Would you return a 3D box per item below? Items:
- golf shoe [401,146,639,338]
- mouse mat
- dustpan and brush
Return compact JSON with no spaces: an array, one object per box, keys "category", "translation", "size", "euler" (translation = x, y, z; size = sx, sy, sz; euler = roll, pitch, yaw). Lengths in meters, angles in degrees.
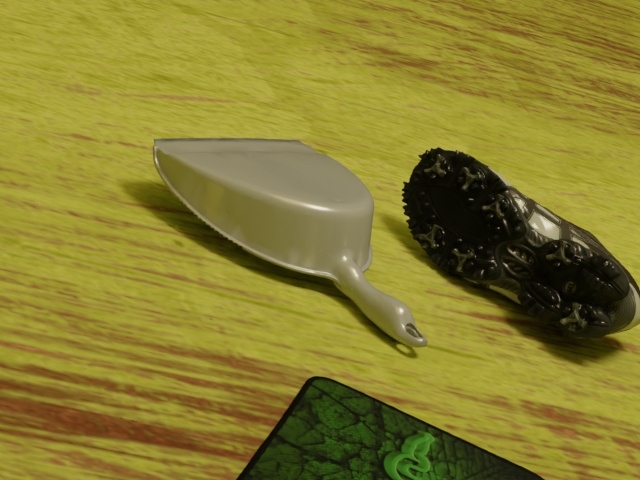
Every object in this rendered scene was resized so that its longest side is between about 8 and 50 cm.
[{"category":"golf shoe","translation":[0.139,0.008,1.331],"size":[0.198,0.077,0.094],"euler":[41,13,32]},{"category":"mouse mat","translation":[0.042,0.132,1.009],"size":[0.152,0.007,0.190],"euler":[24,22,6]},{"category":"dustpan and brush","translation":[0.000,0.000,1.235],"size":[0.147,0.060,0.211],"euler":[-2,25,-44]}]
